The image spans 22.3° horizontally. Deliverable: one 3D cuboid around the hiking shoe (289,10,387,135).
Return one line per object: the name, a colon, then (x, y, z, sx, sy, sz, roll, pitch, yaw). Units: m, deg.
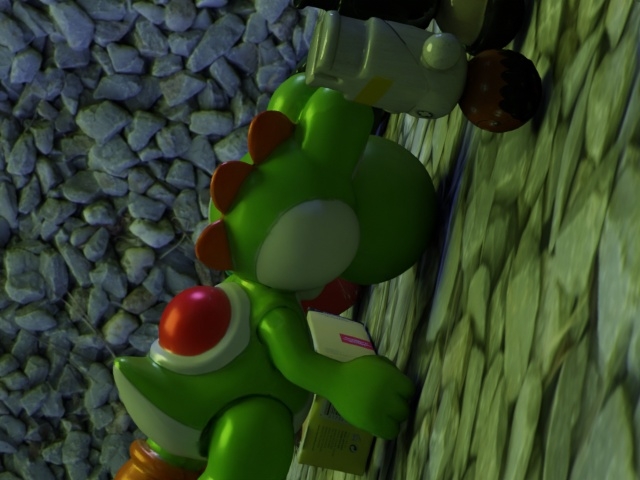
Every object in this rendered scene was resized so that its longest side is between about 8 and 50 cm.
hiking shoe: (0.050, -0.212, 1.694, 0.132, 0.113, 0.304, -49, -17, -43)

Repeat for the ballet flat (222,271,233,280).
ballet flat: (-0.064, 0.044, 1.898, 0.096, 0.095, 0.280, -31, -65, -71)

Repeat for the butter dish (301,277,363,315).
butter dish: (0.000, 0.000, 1.551, 0.160, 0.118, 0.160, 56, -157, -32)

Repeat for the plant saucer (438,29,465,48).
plant saucer: (0.119, -0.215, 1.263, 0.067, 0.018, 0.192, -86, 9, -62)

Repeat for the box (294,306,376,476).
box: (0.011, 0.124, 1.378, 0.232, 0.058, 0.087, -111, 35, -82)

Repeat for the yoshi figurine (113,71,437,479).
yoshi figurine: (-0.014, 0.063, 1.197, 0.203, 0.203, 0.362, -18, -52, -78)

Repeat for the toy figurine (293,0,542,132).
toy figurine: (0.080, -0.178, 0.947, 0.209, 0.148, 0.213, -98, 23, -60)
